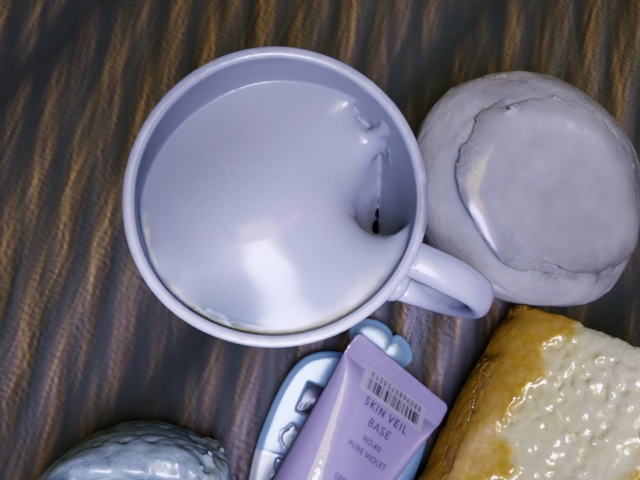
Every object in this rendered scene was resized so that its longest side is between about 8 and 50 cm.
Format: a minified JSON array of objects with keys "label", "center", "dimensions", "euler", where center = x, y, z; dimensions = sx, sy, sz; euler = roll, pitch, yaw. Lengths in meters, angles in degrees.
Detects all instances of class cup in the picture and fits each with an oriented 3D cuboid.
[{"label":"cup","center":[0.000,0.000,0.629],"dimensions":[0.357,0.274,0.259],"euler":[24,80,-1]}]

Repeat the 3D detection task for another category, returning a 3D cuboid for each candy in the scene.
[{"label":"candy","center":[0.238,-0.060,0.705],"dimensions":[0.296,0.185,0.295],"euler":[2,83,-16]}]

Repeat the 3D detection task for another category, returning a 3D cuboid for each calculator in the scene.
[{"label":"calculator","center":[0.024,0.241,0.708],"dimensions":[0.188,0.042,0.302],"euler":[24,80,1]}]

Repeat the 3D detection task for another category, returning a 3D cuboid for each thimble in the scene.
[{"label":"thimble","center":[-0.201,0.300,0.620],"dimensions":[0.250,0.172,0.204],"euler":[-36,89,-7]}]

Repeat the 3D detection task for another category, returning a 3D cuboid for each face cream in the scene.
[{"label":"face cream","center":[0.017,0.252,0.642],"dimensions":[0.154,0.096,0.273],"euler":[40,76,-16]}]

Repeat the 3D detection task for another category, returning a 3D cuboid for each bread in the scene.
[{"label":"bread","center":[0.219,0.272,0.634],"dimensions":[0.237,0.165,0.375],"euler":[20,72,40]}]
